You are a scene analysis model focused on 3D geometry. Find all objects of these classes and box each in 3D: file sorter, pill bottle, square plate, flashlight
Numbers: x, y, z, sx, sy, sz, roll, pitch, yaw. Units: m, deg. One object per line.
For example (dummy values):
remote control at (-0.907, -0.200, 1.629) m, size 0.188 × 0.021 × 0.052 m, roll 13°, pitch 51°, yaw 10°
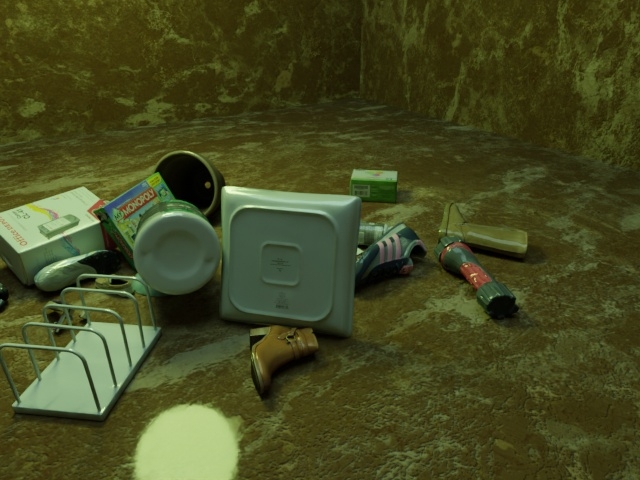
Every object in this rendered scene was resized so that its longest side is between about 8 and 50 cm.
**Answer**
file sorter at (-0.502, 0.212, 1.017) m, size 0.192 × 0.173 × 0.278 m, roll 3°, pitch 27°, yaw 6°
pill bottle at (-0.388, -0.001, 1.262) m, size 0.204 × 0.204 × 0.361 m, roll -10°, pitch 14°, yaw -18°
pill bottle at (0.183, -0.019, 1.554) m, size 0.137 × 0.078 × 0.078 m, roll 6°, pitch 28°, yaw 10°
square plate at (-0.086, 0.054, 1.132) m, size 0.347 × 0.344 × 0.049 m, roll 6°, pitch 10°, yaw 12°
flashlight at (0.419, 0.094, 1.311) m, size 0.103 × 0.103 × 0.304 m, roll -28°, pitch 29°, yaw 4°

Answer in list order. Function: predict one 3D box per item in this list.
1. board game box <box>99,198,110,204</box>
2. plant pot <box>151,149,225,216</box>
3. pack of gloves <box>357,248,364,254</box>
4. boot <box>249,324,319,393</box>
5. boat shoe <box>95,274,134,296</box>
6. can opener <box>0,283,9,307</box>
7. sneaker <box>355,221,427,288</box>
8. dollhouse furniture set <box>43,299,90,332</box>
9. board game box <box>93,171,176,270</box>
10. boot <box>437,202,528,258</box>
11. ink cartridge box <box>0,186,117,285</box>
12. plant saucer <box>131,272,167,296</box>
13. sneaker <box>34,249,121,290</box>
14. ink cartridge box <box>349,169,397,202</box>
board game box at (-0.937, -0.136, 1.857) m, size 0.259 × 0.039 × 0.124 m, roll 11°, pitch 28°, yaw 26°
plant pot at (-0.473, -0.206, 1.791) m, size 0.263 × 0.263 × 0.229 m, roll 4°, pitch 10°, yaw 8°
pack of gloves at (0.000, 0.000, 1.558) m, size 0.195 × 0.046 × 0.232 m, roll -16°, pitch 31°, yaw -25°
boot at (-0.078, 0.251, 1.045) m, size 0.152 × 0.073 × 0.197 m, roll -1°, pitch 29°, yaw -10°
boat shoe at (-0.584, 0.120, 1.334) m, size 0.135 × 0.045 × 0.050 m, roll 11°, pitch 29°, yaw 21°
can opener at (-0.930, 0.146, 1.274) m, size 0.186 × 0.059 × 0.073 m, roll 5°, pitch 28°, yaw 9°
sneaker at (0.198, 0.063, 1.376) m, size 0.131 × 0.112 × 0.319 m, roll 41°, pitch 54°, yaw 15°
dollhouse furniture set at (-0.668, 0.205, 1.211) m, size 0.114 × 0.091 × 0.081 m, roll -5°, pitch 60°, yaw 44°
board game box at (-0.563, -0.072, 1.532) m, size 0.046 × 0.213 × 0.317 m, roll -20°, pitch 21°, yaw 22°
boot at (0.542, -0.033, 1.578) m, size 0.269 × 0.089 × 0.236 m, roll 9°, pitch 39°, yaw 17°
ink cartridge box at (-0.805, -0.025, 1.447) m, size 0.226 × 0.131 × 0.306 m, roll 32°, pitch 40°, yaw 26°
plant saucer at (-0.458, 0.096, 1.389) m, size 0.195 × 0.037 × 0.195 m, roll 0°, pitch 27°, yaw 0°
sneaker at (-0.707, 0.080, 1.378) m, size 0.237 × 0.085 × 0.086 m, roll -21°, pitch 26°, yaw -40°
ink cartridge box at (0.229, -0.253, 1.991) m, size 0.188 × 0.097 × 0.255 m, roll 4°, pitch 28°, yaw 8°
